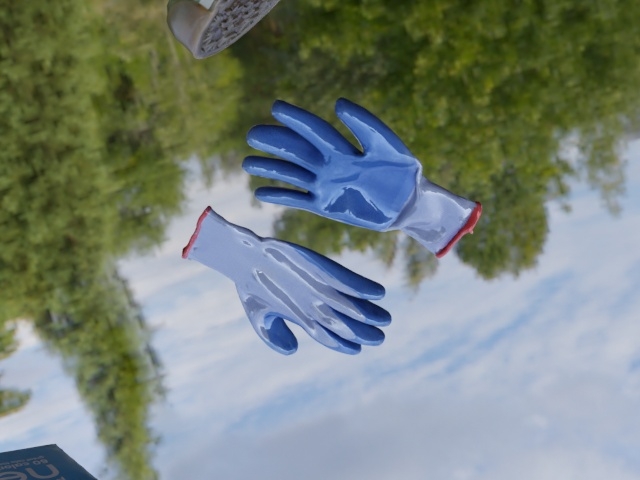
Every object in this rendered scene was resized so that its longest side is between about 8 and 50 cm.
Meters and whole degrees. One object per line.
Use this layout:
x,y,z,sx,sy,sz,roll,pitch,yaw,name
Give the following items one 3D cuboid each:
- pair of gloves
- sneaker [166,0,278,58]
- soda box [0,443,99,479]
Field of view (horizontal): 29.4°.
0.000,0.000,0.807,0.198,0.159,0.023,-55,-168,32,pair of gloves
-0.025,-0.171,0.506,0.064,0.086,0.192,-31,166,-51,sneaker
-0.219,0.160,0.612,0.210,0.067,0.071,-4,-166,-33,soda box
